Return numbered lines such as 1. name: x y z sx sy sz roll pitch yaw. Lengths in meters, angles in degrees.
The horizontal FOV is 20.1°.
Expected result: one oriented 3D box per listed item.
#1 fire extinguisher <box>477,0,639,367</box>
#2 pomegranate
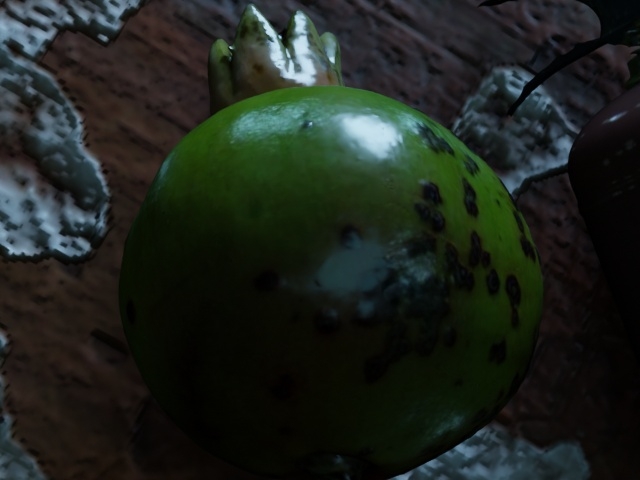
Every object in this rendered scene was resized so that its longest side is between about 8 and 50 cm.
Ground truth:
1. fire extinguisher: 0.177 0.035 0.748 0.135 0.114 0.337 -21 85 26
2. pomegranate: 0.000 0.000 0.689 0.159 0.159 0.205 -4 56 -16
